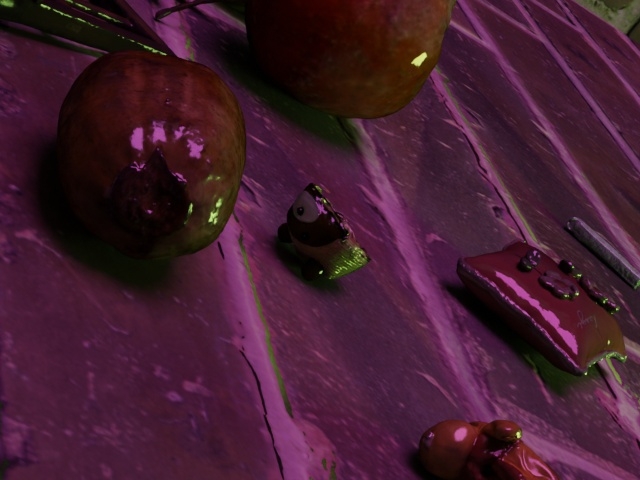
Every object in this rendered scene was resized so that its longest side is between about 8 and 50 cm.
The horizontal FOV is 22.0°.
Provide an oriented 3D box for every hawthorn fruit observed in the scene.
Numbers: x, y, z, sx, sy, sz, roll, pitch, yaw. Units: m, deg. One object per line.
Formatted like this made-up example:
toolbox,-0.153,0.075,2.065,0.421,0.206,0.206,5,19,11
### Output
hawthorn fruit,0.027,-0.256,1.766,0.231,0.235,0.263,23,-8,39

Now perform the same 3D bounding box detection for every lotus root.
lotus root,-0.128,-0.076,1.254,0.145,0.128,0.260,21,21,-15

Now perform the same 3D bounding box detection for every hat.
hat,0.000,0.000,1.411,0.077,0.059,0.076,53,8,25

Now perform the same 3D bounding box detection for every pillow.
pillow,0.229,0.062,1.643,0.171,0.075,0.179,44,21,17

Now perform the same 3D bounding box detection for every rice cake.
rice cake,0.356,0.014,2.063,0.121,0.021,0.022,45,15,15

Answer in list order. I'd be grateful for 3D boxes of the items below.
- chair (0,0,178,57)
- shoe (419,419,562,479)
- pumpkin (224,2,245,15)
chair,-0.250,-0.325,1.441,0.203,0.240,0.416,46,21,30
shoe,0.128,0.166,1.226,0.109,0.072,0.069,45,15,22
pumpkin,-0.041,-0.348,2.022,0.280,0.139,0.190,14,31,-52
